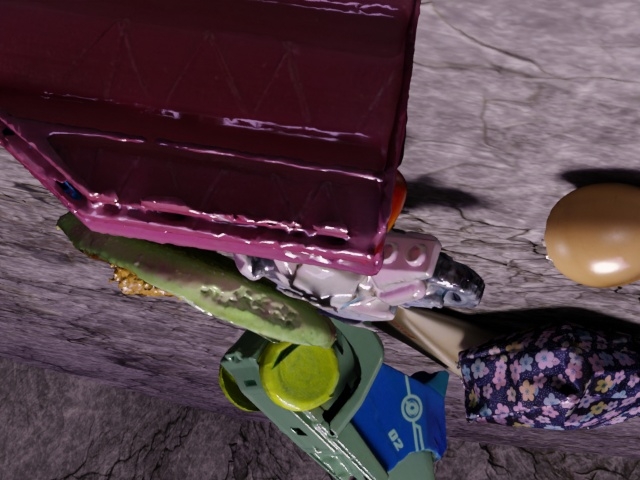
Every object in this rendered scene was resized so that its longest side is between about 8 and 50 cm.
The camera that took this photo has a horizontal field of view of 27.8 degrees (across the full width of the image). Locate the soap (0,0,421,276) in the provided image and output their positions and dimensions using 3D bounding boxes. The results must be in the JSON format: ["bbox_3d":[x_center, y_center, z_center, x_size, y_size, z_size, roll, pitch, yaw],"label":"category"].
[{"bbox_3d":[-0.077,-0.083,0.656,0.250,0.162,0.099,10,173,3],"label":"soap"}]

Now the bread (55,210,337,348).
[{"bbox_3d":[-0.119,0.031,1.275,0.301,0.045,0.301,25,-179,0],"label":"bread"}]

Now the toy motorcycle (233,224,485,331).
[{"bbox_3d":[-0.002,0.006,1.082,0.239,0.108,0.204,-14,147,37],"label":"toy motorcycle"}]

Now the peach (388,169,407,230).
[{"bbox_3d":[0.011,-0.038,0.942,0.100,0.101,0.101,9,167,2],"label":"peach"}]

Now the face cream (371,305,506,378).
[{"bbox_3d":[0.181,0.136,1.636,0.341,0.084,0.137,26,167,-29],"label":"face cream"}]

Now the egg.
[{"bbox_3d":[0.218,-0.004,0.960,0.096,0.080,0.080,2,166,42],"label":"egg"}]

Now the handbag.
[{"bbox_3d":[0.299,0.162,1.528,0.207,0.127,0.228,5,164,-35],"label":"handbag"}]

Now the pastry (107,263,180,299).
[{"bbox_3d":[-0.168,0.042,1.485,0.140,0.056,0.080,9,175,1],"label":"pastry"}]

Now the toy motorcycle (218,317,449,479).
[{"bbox_3d":[0.047,0.194,1.600,0.326,0.200,0.191,43,160,-12],"label":"toy motorcycle"}]
